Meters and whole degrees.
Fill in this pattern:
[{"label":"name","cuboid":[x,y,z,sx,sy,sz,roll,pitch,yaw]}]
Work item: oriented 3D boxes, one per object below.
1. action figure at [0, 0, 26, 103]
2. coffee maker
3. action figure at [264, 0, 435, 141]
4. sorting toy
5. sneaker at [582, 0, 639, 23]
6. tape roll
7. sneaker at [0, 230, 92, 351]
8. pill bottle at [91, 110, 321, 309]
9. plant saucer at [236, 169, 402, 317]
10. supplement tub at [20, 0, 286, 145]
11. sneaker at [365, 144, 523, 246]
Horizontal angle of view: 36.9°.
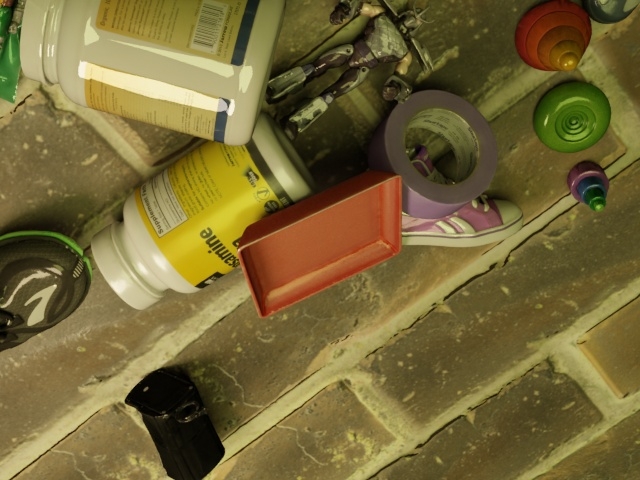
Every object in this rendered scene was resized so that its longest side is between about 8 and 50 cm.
[{"label":"action figure","cuboid":[-0.462,-0.320,1.351,0.137,0.063,0.232,22,109,-17]},{"label":"coffee maker","cuboid":[-0.245,0.339,1.684,0.120,0.171,0.178,-28,123,-14]},{"label":"action figure","cuboid":[0.050,-0.266,1.439,0.285,0.099,0.185,-34,90,6]},{"label":"sorting toy","cuboid":[0.410,-0.195,1.533,0.127,0.126,0.365,-16,121,10]},{"label":"sneaker","cuboid":[0.491,-0.458,1.408,0.112,0.131,0.319,12,118,-15]},{"label":"tape roll","cuboid":[0.174,-0.133,1.495,0.189,0.189,0.080,5,162,-16]},{"label":"sneaker","cuboid":[-0.564,0.154,1.504,0.483,0.202,0.185,-30,120,7]},{"label":"pill bottle","cuboid":[-0.177,-0.038,1.481,0.334,0.188,0.188,-33,119,8]},{"label":"plant saucer","cuboid":[0.000,0.000,1.457,0.259,0.047,0.258,-24,154,-7]},{"label":"supplement tub","cuboid":[-0.223,-0.273,1.306,0.316,0.228,0.228,15,115,-4]},{"label":"sneaker","cuboid":[0.206,-0.077,1.583,0.282,0.102,0.161,-3,115,-9]}]
